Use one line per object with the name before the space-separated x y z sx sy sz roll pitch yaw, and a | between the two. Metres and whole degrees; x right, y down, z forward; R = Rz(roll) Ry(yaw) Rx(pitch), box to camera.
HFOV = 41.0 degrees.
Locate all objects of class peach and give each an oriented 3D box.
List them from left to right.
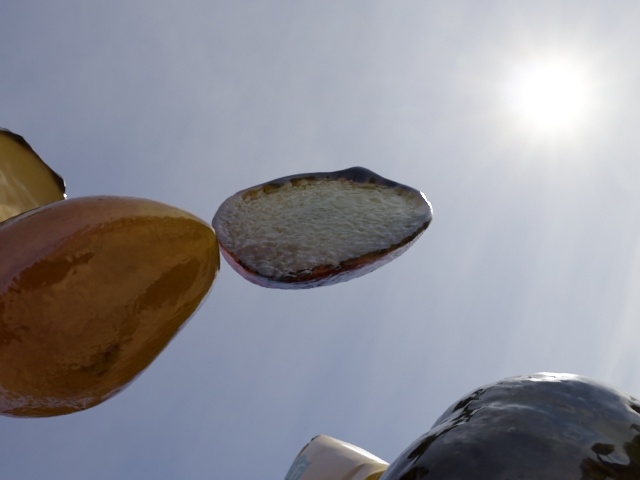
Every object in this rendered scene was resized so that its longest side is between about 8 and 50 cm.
peach | 0.001 0.003 0.733 0.279 0.188 0.068 -57 -37 -65

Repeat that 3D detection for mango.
mango | -0.160 0.044 0.558 0.141 0.217 0.102 61 -166 -15

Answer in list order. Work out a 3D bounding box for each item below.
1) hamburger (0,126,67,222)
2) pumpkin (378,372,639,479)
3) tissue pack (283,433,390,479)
hamburger | -0.314 0.022 0.752 0.237 0.148 0.237 59 -163 -30
pumpkin | 0.112 0.188 0.468 0.324 0.242 0.232 -6 -88 -49
tissue pack | 0.048 0.394 0.951 0.293 0.228 0.382 -65 5 -11
